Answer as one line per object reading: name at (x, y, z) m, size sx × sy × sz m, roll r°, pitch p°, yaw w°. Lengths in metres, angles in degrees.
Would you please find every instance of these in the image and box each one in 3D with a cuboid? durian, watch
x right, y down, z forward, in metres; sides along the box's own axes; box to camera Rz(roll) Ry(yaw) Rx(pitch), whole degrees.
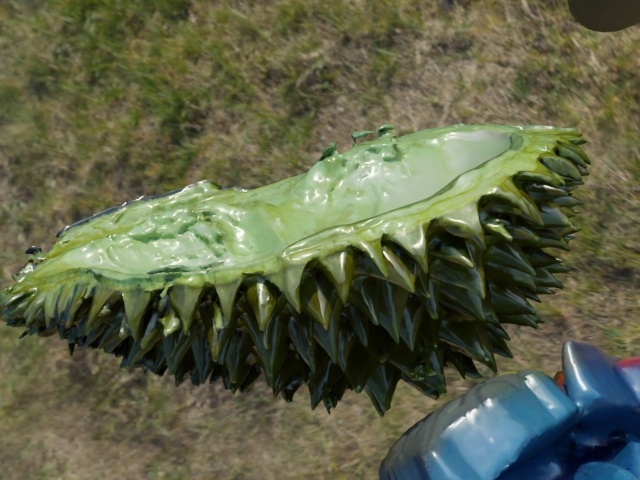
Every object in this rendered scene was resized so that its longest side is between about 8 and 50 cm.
durian at (0.000, -0.006, 0.614) m, size 0.394 × 0.163 × 0.198 m, roll -13°, pitch 59°, yaw -6°
watch at (0.174, 0.208, 0.584) m, size 0.241 × 0.305 × 0.275 m, roll -35°, pitch 58°, yaw 22°

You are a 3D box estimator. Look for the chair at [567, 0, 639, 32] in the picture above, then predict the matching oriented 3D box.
chair at (0.419, -0.155, 0.867) m, size 0.226 × 0.226 × 0.401 m, roll -45°, pitch 56°, yaw 16°
